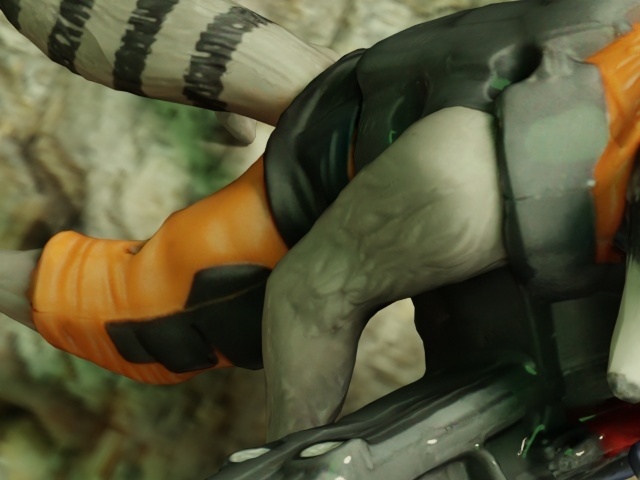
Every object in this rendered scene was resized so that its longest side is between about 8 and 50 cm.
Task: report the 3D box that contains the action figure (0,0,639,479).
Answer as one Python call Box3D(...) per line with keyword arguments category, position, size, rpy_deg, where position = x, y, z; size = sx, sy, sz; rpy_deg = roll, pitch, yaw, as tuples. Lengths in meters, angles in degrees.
Box3D(category="action figure", position=(0.000, 0.000, 0.534), size=(0.330, 0.179, 0.341), rpy_deg=(3, 22, 42))
